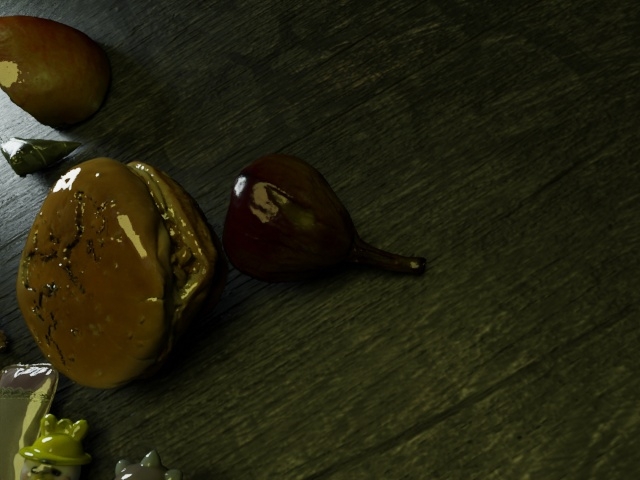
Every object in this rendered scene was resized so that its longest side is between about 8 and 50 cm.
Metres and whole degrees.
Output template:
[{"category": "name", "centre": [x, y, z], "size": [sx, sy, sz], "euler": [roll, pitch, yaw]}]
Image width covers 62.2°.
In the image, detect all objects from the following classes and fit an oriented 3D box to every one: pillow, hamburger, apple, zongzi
[{"category": "pillow", "centre": [-0.460, 0.298, 0.788], "size": [0.131, 0.038, 0.232], "euler": [-2, 67, 17]}, {"category": "hamburger", "centre": [-0.289, 0.046, 0.755], "size": [0.284, 0.174, 0.304], "euler": [44, 114, 23]}, {"category": "apple", "centre": [-0.595, -0.367, 1.096], "size": [0.346, 0.254, 0.179], "euler": [40, 121, 27]}, {"category": "zongzi", "centre": [-0.560, -0.189, 1.054], "size": [0.131, 0.062, 0.154], "euler": [-32, 43, -25]}]

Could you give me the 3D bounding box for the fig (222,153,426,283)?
[{"category": "fig", "centre": [-0.001, -0.031, 0.746], "size": [0.291, 0.190, 0.190], "euler": [3, 66, 17]}]

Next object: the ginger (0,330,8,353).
[{"category": "ginger", "centre": [-0.652, 0.220, 0.865], "size": [0.290, 0.084, 0.122], "euler": [-35, 85, -6]}]

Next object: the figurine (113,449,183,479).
[{"category": "figurine", "centre": [-0.237, 0.446, 0.580], "size": [0.380, 0.203, 0.248], "euler": [-51, 56, 2]}]

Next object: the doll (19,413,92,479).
[{"category": "doll", "centre": [-0.374, 0.359, 0.704], "size": [0.135, 0.098, 0.240], "euler": [1, 67, 20]}]
